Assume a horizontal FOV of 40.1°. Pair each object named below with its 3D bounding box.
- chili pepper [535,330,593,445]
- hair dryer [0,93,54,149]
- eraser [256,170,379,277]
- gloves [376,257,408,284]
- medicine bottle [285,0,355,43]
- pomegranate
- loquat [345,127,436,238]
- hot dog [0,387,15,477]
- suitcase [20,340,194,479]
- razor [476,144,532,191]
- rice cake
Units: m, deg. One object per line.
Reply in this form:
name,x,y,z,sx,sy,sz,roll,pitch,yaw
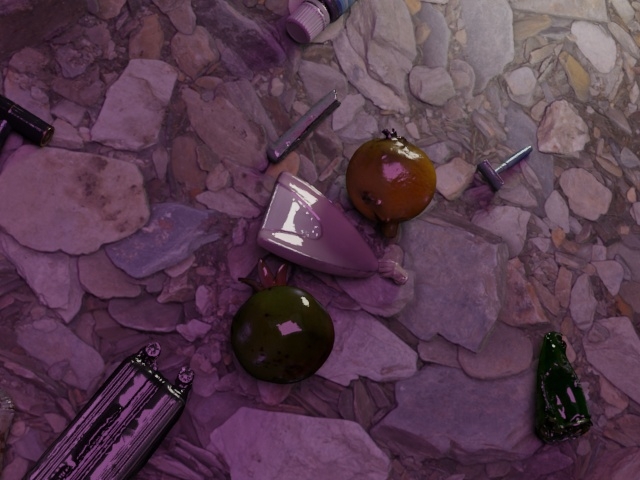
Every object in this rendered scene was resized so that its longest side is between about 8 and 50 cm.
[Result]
chili pepper,0.450,0.276,1.651,0.108,0.062,0.216,10,69,-16
hair dryer,-0.607,-0.173,1.572,0.173,0.050,0.194,32,71,2
eraser,-0.001,0.001,1.627,0.243,0.059,0.204,33,39,-15
gloves,0.141,0.059,1.670,0.081,0.037,0.044,20,33,0
medicine bottle,0.013,-0.488,1.799,0.083,0.083,0.203,39,69,2
pomegranate,-0.072,0.137,1.528,0.182,0.181,0.224,-3,53,-14
loquat,0.134,-0.106,1.662,0.172,0.149,0.204,5,85,-13
hot dog,-0.556,0.326,1.404,0.108,0.059,0.191,9,71,-12
suitcase,-0.330,0.319,1.380,0.128,0.202,0.312,39,67,2
razor,0.389,-0.160,1.802,0.135,0.040,0.068,-33,82,-27
rice cake,-0.030,-0.225,1.725,0.033,0.033,0.207,39,66,12
